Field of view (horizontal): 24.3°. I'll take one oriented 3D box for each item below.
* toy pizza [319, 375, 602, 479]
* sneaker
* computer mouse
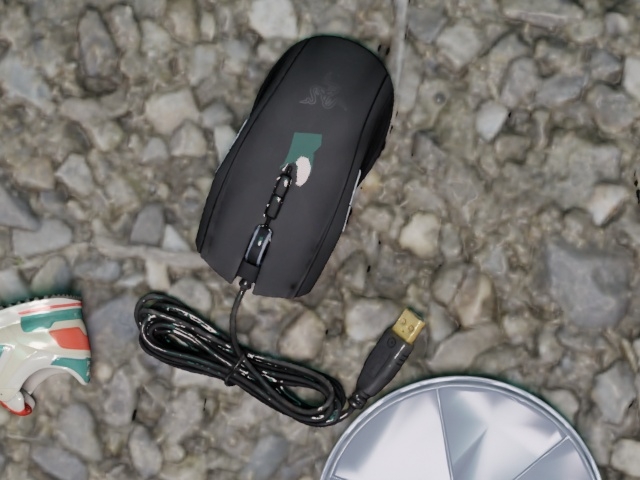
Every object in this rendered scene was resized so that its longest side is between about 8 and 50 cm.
[{"bbox_3d":[0.096,0.193,1.021,0.201,0.032,0.201,0,89,3],"label":"toy pizza"},{"bbox_3d":[-0.235,0.091,1.030,0.161,0.057,0.075,-16,83,1],"label":"sneaker"},{"bbox_3d":[0.000,0.000,1.013,0.184,0.060,0.262,30,92,4],"label":"computer mouse"}]
